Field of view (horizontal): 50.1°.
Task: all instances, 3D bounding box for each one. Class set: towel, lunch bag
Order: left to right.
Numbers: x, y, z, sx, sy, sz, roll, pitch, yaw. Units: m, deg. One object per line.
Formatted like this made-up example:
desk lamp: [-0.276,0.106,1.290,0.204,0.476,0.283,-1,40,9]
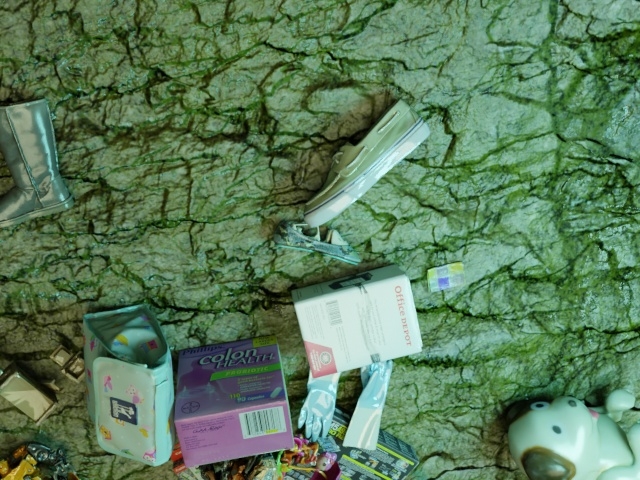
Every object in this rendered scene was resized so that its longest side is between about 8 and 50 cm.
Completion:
lunch bag: [-0.360,0.278,1.315,0.160,0.262,0.224,-8,114,-31]
towel: [0.273,0.079,1.484,0.083,0.009,0.060,-11,114,-4]

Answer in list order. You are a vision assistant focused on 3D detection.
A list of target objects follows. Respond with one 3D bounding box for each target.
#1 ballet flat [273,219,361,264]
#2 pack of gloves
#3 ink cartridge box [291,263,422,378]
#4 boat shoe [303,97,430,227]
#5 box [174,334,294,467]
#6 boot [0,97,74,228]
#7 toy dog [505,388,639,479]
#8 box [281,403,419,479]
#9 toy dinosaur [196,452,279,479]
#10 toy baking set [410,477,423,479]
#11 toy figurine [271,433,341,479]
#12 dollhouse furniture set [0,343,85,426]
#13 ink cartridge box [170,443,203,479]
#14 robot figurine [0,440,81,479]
ballet flat: [0.000,0.000,1.383,0.188,0.070,0.070,13,110,-17]
pack of gloves: [0.060,0.341,1.501,0.195,0.046,0.232,12,89,-17]
ink cartridge box: [0.075,0.166,1.427,0.237,0.100,0.172,-14,104,-3]
boat shoe: [0.073,-0.148,1.321,0.302,0.109,0.094,-41,97,0]
box: [-0.175,0.316,1.387,0.213,0.243,0.117,-9,114,-5]
boot: [-0.556,-0.139,1.231,0.189,0.076,0.209,-20,122,-16]
toy dog: [0.617,0.514,1.606,0.408,0.285,0.395,38,120,-20]
box: [0.061,0.524,1.611,0.270,0.060,0.216,32,104,-20]
toy dinosaur: [-0.194,0.512,1.455,0.322,0.218,0.164,-37,139,22]
toy baking set: [0.212,0.669,1.692,0.197,0.030,0.256,-42,130,12]
toy figurine: [-0.028,0.479,1.485,0.159,0.130,0.173,17,118,-11]
dollhouse furniture set: [-0.591,0.249,1.398,0.161,0.101,0.182,-48,113,-15]
ink cartridge box: [-0.301,0.515,1.567,0.062,0.029,0.115,-28,114,4]
robot figurine: [-0.614,0.571,1.492,0.211,0.085,0.291,-40,115,-21]
